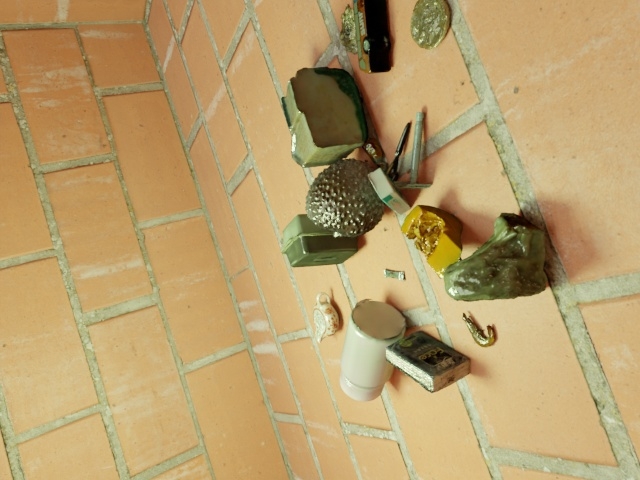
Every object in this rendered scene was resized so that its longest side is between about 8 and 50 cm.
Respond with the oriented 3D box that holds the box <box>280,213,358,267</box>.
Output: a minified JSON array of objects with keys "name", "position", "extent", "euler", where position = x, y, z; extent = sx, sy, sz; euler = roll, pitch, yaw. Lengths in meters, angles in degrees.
[{"name":"box","position":[0.000,0.000,1.958],"extent":[0.220,0.290,0.166],"euler":[-44,54,57]}]

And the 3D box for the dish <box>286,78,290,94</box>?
[{"name":"dish","position":[-0.016,-0.523,1.884],"extent":[0.234,0.064,0.154],"euler":[18,121,26]}]

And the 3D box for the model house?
[{"name":"model house","position":[-0.010,-0.416,1.771],"extent":[0.284,0.243,0.299],"euler":[142,115,-63]}]

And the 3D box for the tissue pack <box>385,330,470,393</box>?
[{"name":"tissue pack","position":[0.352,0.397,1.656],"extent":[0.235,0.173,0.073],"euler":[27,127,54]}]

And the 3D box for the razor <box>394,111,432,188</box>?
[{"name":"razor","position":[0.295,-0.274,1.529],"extent":[0.068,0.106,0.232],"euler":[23,114,54]}]

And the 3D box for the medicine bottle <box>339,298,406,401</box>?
[{"name":"medicine bottle","position":[0.190,0.429,1.910],"extent":[0.213,0.213,0.379],"euler":[46,140,40]}]

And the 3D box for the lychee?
[{"name":"lychee","position":[0.084,-0.146,1.745],"extent":[0.300,0.299,0.300],"euler":[34,132,49]}]

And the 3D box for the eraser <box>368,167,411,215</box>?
[{"name":"eraser","position":[0.223,-0.152,1.586],"extent":[0.052,0.225,0.096],"euler":[-33,69,14]}]

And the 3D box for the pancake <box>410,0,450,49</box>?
[{"name":"pancake","position":[0.304,-0.614,1.393],"extent":[0.151,0.025,0.152],"euler":[37,135,48]}]

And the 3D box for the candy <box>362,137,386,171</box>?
[{"name":"candy","position":[0.178,-0.319,1.733],"extent":[0.053,0.046,0.182],"euler":[-46,65,50]}]

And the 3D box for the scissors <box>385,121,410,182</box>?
[{"name":"scissors","position":[0.251,-0.279,1.618],"extent":[0.017,0.088,0.220],"euler":[37,124,33]}]

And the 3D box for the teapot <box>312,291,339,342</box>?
[{"name":"teapot","position":[0.021,0.346,2.271],"extent":[0.159,0.116,0.246],"euler":[-149,47,-67]}]

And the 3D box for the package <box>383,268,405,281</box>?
[{"name":"package","position":[0.269,0.126,1.827],"extent":[0.110,0.015,0.037],"euler":[6,103,58]}]

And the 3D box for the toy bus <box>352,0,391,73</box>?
[{"name":"toy bus","position":[0.153,-0.727,1.533],"extent":[0.092,0.093,0.409],"euler":[-156,56,-63]}]

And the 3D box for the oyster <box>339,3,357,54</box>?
[{"name":"oyster","position":[0.094,-0.720,1.682],"extent":[0.108,0.053,0.166],"euler":[-120,23,-43]}]

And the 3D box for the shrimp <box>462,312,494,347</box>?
[{"name":"shrimp","position":[0.480,0.265,1.519],"extent":[0.127,0.025,0.091],"euler":[54,145,24]}]

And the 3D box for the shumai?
[{"name":"shumai","position":[0.438,0.046,1.291],"extent":[0.225,0.260,0.222],"euler":[4,-105,-86]}]

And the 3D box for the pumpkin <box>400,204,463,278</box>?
[{"name":"pumpkin","position":[0.362,-0.001,1.480],"extent":[0.131,0.125,0.248],"euler":[-60,42,33]}]
